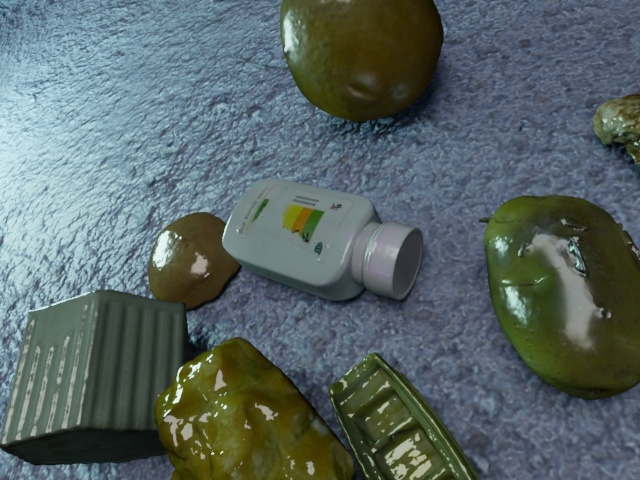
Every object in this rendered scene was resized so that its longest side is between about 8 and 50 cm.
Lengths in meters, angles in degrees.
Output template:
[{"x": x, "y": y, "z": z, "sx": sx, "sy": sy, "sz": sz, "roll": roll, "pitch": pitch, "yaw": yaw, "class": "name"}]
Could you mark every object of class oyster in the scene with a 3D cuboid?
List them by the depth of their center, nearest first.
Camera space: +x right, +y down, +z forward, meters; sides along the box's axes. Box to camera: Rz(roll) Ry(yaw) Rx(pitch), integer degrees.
[{"x": 0.528, "y": -0.144, "z": 0.584, "sx": 0.295, "sy": 0.094, "sz": 0.166, "roll": -4, "pitch": 50, "yaw": 14, "class": "oyster"}]

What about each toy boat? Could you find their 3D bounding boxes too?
[{"x": 0.112, "y": 0.262, "z": 0.517, "sx": 0.111, "sy": 0.084, "sz": 0.276, "roll": -38, "pitch": 50, "yaw": 1, "class": "toy boat"}]

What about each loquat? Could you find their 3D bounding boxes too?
[{"x": 0.074, "y": -0.351, "z": 0.787, "sx": 0.276, "sy": 0.284, "sz": 0.275, "roll": -15, "pitch": 52, "yaw": 21, "class": "loquat"}]

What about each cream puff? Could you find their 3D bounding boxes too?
[{"x": -0.079, "y": 0.245, "z": 0.495, "sx": 0.185, "sy": 0.281, "sz": 0.282, "roll": -37, "pitch": 51, "yaw": -21, "class": "cream puff"}]

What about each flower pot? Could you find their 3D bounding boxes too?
[{"x": -0.298, "y": 0.200, "z": 0.652, "sx": 0.240, "sy": 0.209, "sz": 0.189, "roll": -18, "pitch": 56, "yaw": 11, "class": "flower pot"}]

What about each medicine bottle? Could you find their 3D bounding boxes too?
[{"x": 0.000, "y": 0.000, "z": 0.708, "sx": 0.296, "sy": 0.111, "sz": 0.161, "roll": 17, "pitch": 69, "yaw": 30, "class": "medicine bottle"}]

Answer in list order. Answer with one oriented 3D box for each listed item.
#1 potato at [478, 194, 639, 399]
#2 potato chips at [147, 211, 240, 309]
[{"x": 0.283, "y": 0.052, "z": 0.530, "sx": 0.169, "sy": 0.143, "sz": 0.248, "roll": -19, "pitch": 54, "yaw": 25, "class": "potato"}, {"x": -0.241, "y": 0.023, "z": 0.830, "sx": 0.196, "sy": 0.062, "sz": 0.208, "roll": -22, "pitch": 56, "yaw": 13, "class": "potato chips"}]
